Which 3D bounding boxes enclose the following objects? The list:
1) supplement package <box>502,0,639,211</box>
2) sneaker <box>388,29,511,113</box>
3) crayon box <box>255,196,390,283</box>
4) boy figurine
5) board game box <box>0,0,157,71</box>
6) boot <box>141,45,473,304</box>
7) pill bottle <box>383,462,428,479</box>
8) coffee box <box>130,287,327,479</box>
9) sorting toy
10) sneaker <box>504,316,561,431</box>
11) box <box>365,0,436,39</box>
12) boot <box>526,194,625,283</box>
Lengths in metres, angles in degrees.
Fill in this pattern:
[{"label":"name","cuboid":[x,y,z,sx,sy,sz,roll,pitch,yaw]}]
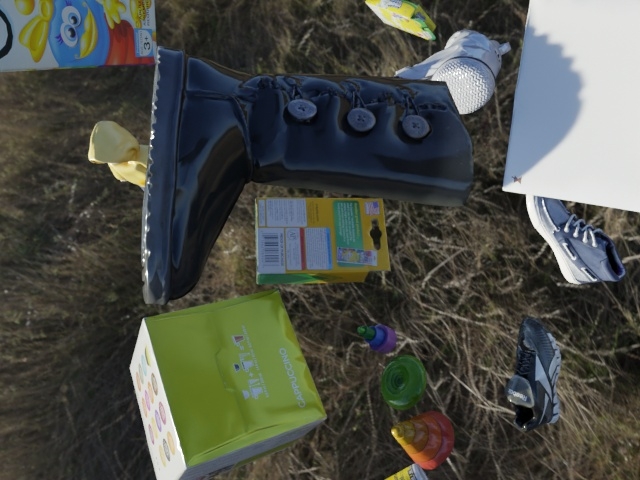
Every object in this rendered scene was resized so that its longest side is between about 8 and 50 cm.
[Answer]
[{"label":"supplement package","cuboid":[0.312,-0.141,0.614,0.149,0.203,0.194,16,109,39]},{"label":"sneaker","cuboid":[0.261,-0.365,1.384,0.365,0.137,0.210,-5,36,45]},{"label":"crayon box","cuboid":[0.000,0.000,1.488,0.322,0.083,0.203,0,66,-7]},{"label":"boy figurine","cuboid":[-0.343,-0.134,1.182,0.177,0.285,0.092,8,72,21]},{"label":"board game box","cuboid":[-0.245,-0.186,0.393,0.144,0.142,0.275,7,19,16]},{"label":"boot","cuboid":[-0.006,-0.082,0.815,0.146,0.444,0.367,130,142,-61]},{"label":"pill bottle","cuboid":[0.151,0.485,1.149,0.116,0.065,0.065,-33,47,7]},{"label":"coffee box","cuboid":[-0.238,0.360,1.433,0.338,0.338,0.334,67,148,22]},{"label":"sorting toy","cuboid":[0.160,0.324,1.329,0.127,0.126,0.366,-46,41,22]},{"label":"sneaker","cuboid":[0.398,0.263,1.133,0.106,0.235,0.078,-20,20,-31]},{"label":"box","cuboid":[0.205,-0.553,1.468,0.179,0.105,0.043,39,101,35]},{"label":"boot","cuboid":[0.403,-0.014,0.936,0.069,0.190,0.086,-45,18,-28]}]
